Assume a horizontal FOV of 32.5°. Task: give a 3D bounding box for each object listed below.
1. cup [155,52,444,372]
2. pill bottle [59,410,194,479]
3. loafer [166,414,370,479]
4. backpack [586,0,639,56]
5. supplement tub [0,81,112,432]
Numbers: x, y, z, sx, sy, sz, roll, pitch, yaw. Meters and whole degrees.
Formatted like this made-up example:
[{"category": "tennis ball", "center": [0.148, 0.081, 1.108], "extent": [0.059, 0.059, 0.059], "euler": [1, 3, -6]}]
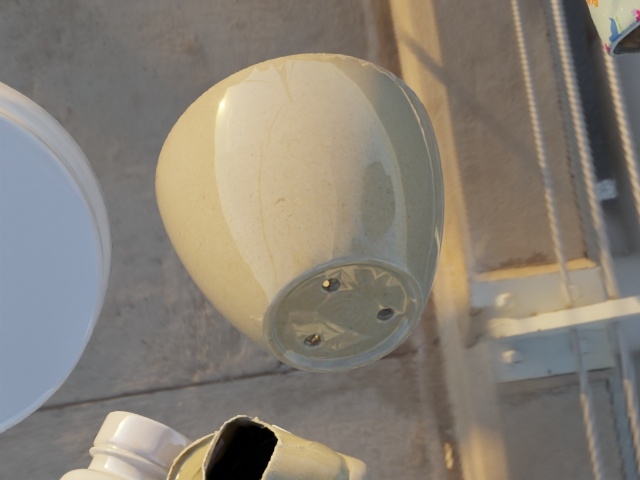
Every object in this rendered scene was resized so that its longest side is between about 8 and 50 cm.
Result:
[{"category": "cup", "center": [0.000, 0.000, 1.190], "extent": [0.331, 0.331, 0.237], "euler": [-12, 43, -6]}, {"category": "pill bottle", "center": [-0.204, 0.287, 1.042], "extent": [0.131, 0.131, 0.229], "euler": [23, 64, -1]}, {"category": "loafer", "center": [-0.064, 0.195, 0.936], "extent": [0.092, 0.268, 0.102], "euler": [39, 61, -23]}, {"category": "backpack", "center": [0.339, -0.259, 0.940], "extent": [0.253, 0.225, 0.191], "euler": [-22, 84, -39]}, {"category": "supplement tub", "center": [-0.221, -0.003, 0.618], "extent": [0.191, 0.272, 0.191], "euler": [-3, 100, -17]}]
